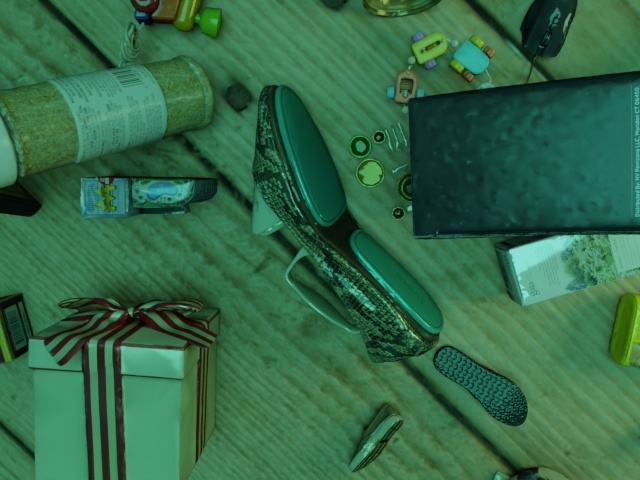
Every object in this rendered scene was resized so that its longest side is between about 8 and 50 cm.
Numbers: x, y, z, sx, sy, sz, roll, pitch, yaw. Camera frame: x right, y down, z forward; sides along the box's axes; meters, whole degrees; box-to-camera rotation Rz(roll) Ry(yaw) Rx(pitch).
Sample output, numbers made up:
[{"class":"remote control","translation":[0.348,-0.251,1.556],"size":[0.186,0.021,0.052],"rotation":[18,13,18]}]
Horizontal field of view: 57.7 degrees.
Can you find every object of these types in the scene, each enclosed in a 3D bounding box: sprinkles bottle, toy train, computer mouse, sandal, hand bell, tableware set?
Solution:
[{"class":"sprinkles bottle","translation":[-0.323,-0.174,0.815],"size":[0.121,0.355,0.121],"rotation":[25,128,37]},{"class":"toy train","translation":[0.189,-0.262,0.916],"size":[0.166,0.046,0.125],"rotation":[2,99,6]},{"class":"computer mouse","translation":[0.334,-0.280,0.905],"size":[0.071,0.041,0.242],"rotation":[18,99,0]},{"class":"sandal","translation":[0.273,0.241,0.984],"size":[0.179,0.040,0.067],"rotation":[37,93,13]},{"class":"hand bell","translation":[0.116,-0.481,0.873],"size":[0.126,0.126,0.242],"rotation":[-5,86,4]},{"class":"tableware set","translation":[0.112,-0.109,0.950],"size":[0.104,0.024,0.154],"rotation":[-21,96,6]},{"class":"toy train","translation":[-0.220,-0.350,0.908],"size":[0.143,0.105,0.248],"rotation":[15,99,-12]}]

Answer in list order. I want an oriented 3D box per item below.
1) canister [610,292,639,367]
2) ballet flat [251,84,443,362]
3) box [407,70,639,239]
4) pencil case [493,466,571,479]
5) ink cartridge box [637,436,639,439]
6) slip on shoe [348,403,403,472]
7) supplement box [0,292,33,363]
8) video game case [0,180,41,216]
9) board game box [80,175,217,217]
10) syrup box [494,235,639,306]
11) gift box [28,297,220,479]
[{"class":"canister","translation":[0.570,0.155,0.932],"size":[0.169,0.073,0.126],"rotation":[8,98,4]},{"class":"ballet flat","translation":[0.000,0.000,0.918],"size":[0.182,0.164,0.483],"rotation":[-31,97,27]},{"class":"box","translation":[0.291,-0.109,0.765],"size":[0.294,0.296,0.183],"rotation":[-2,97,22]},{"class":"pencil case","translation":[0.364,0.459,0.817],"size":[0.183,0.410,0.160],"rotation":[16,88,5]},{"class":"ink cartridge box","translation":[0.578,0.320,0.965],"size":[0.083,0.048,0.028],"rotation":[-12,97,5]},{"class":"slip on shoe","translation":[0.089,0.343,1.005],"size":[0.041,0.051,0.135],"rotation":[46,110,37]},{"class":"supplement box","translation":[-0.611,0.164,1.003],"size":[0.188,0.081,0.104],"rotation":[-11,97,5]},{"class":"video game case","translation":[-0.563,-0.141,0.862],"size":[0.035,0.275,0.248],"rotation":[-44,93,-5]},{"class":"board game box","translation":[-0.276,-0.068,0.894],"size":[0.194,0.194,0.060],"rotation":[1,98,4]},{"class":"syrup box","translation":[0.406,0.020,0.912],"size":[0.236,0.096,0.093],"rotation":[-17,94,6]},{"class":"gift box","translation":[-0.285,0.221,0.899],"size":[0.255,0.276,0.258],"rotation":[2,96,-2]}]
